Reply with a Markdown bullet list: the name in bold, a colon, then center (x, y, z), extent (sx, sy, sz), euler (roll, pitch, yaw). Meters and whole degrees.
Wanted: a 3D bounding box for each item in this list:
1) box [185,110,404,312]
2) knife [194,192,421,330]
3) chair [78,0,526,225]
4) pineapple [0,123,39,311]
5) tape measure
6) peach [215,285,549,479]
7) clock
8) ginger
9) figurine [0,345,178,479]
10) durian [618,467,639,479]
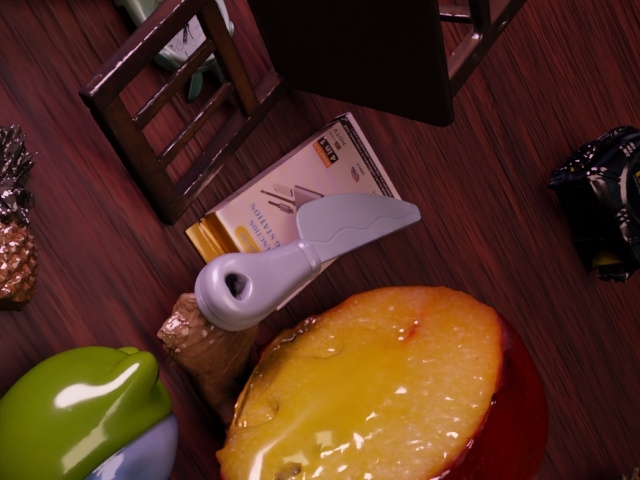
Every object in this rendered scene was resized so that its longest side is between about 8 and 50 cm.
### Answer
- **box**: center (-0.018, -0.028, 0.814), extent (0.247, 0.033, 0.129), euler (-41, 107, -32)
- **knife**: center (-0.001, -0.001, 0.767), extent (0.331, 0.044, 0.080), euler (-29, 81, -46)
- **chair**: center (0.017, -0.199, 0.706), extent (0.416, 0.241, 0.203), euler (-59, 149, -26)
- **pineapple**: center (-0.270, -0.021, 0.625), extent (0.074, 0.074, 0.159), euler (8, 70, -33)
- **tape measure**: center (0.436, -0.062, 1.085), extent (0.186, 0.112, 0.199), euler (-38, 110, -25)
- **peach**: center (0.055, 0.175, 0.681), extent (0.338, 0.281, 0.281), euler (7, 79, -52)
- **clock**: center (-0.139, -0.213, 0.755), extent (0.101, 0.041, 0.135), euler (-33, 103, -34)
- **ginger**: center (-0.091, 0.113, 0.727), extent (0.096, 0.067, 0.165), euler (-44, 121, -32)
- **figurine**: center (-0.213, 0.197, 0.576), extent (0.143, 0.162, 0.263), euler (37, 74, -10)
- **durian**: center (0.458, 0.439, 0.959), extent (0.258, 0.258, 0.293), euler (28, 78, -28)
